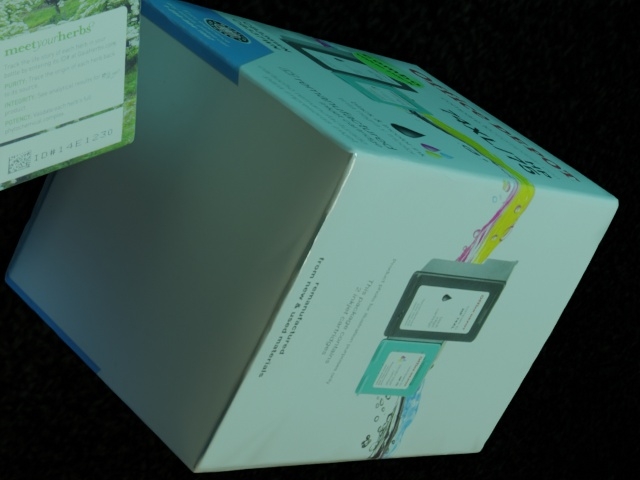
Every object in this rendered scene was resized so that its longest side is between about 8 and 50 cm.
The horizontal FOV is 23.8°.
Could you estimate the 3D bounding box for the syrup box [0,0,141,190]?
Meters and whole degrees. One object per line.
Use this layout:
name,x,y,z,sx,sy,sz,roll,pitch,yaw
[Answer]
syrup box,-0.146,-0.149,0.708,0.093,0.096,0.237,-24,137,-35

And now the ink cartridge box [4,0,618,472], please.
ink cartridge box,0.000,0.000,0.913,0.270,0.198,0.197,6,116,-51
